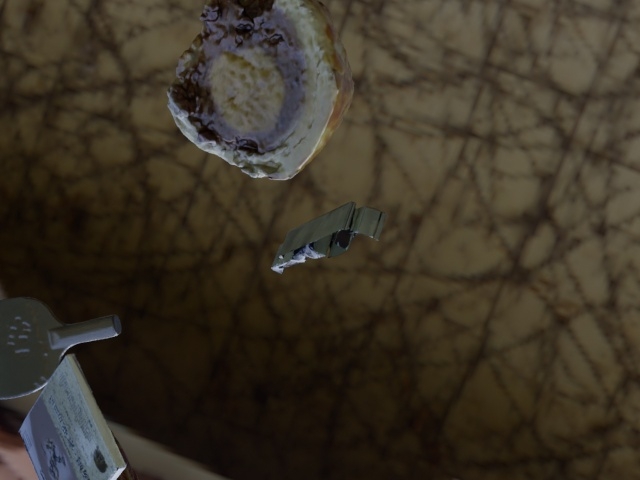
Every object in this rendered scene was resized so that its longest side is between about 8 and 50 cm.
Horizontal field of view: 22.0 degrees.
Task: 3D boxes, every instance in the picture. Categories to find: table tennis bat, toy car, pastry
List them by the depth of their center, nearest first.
[{"bbox_3d":[-0.367,0.133,2.129,0.234,0.131,0.022,-12,169,18],"label":"table tennis bat"},{"bbox_3d":[-0.274,0.279,2.130,0.059,0.035,0.122,7,-131,-60],"label":"toy car"},{"bbox_3d":[-0.055,-0.215,2.203,0.237,0.256,0.170,32,-164,20],"label":"pastry"}]

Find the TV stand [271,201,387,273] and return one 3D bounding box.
[{"bbox_3d":[0.000,0.000,1.854,0.042,0.036,0.249,23,162,-18],"label":"TV stand"}]

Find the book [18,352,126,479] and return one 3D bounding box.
[{"bbox_3d":[-0.245,0.202,1.605,0.014,0.181,0.127,-16,-111,-34],"label":"book"}]
